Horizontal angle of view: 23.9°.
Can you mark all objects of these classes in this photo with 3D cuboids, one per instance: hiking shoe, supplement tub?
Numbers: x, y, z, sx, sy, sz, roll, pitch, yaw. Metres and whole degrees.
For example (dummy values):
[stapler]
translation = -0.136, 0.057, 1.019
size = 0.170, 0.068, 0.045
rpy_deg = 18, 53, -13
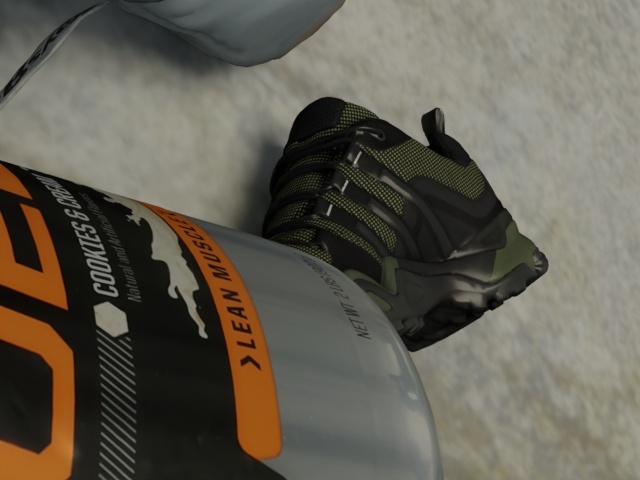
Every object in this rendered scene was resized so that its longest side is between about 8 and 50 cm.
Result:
[hiking shoe]
translation = 0.000, 0.000, 0.647
size = 0.227, 0.086, 0.114
rpy_deg = -13, 71, -52
[supplement tub]
translation = -0.136, 0.063, 0.396
size = 0.316, 0.193, 0.194
rpy_deg = 16, 64, -40

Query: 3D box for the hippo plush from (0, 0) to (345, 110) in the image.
[hippo plush]
translation = -0.075, -0.204, 0.591
size = 0.294, 0.234, 0.237
rpy_deg = -33, 78, -5
